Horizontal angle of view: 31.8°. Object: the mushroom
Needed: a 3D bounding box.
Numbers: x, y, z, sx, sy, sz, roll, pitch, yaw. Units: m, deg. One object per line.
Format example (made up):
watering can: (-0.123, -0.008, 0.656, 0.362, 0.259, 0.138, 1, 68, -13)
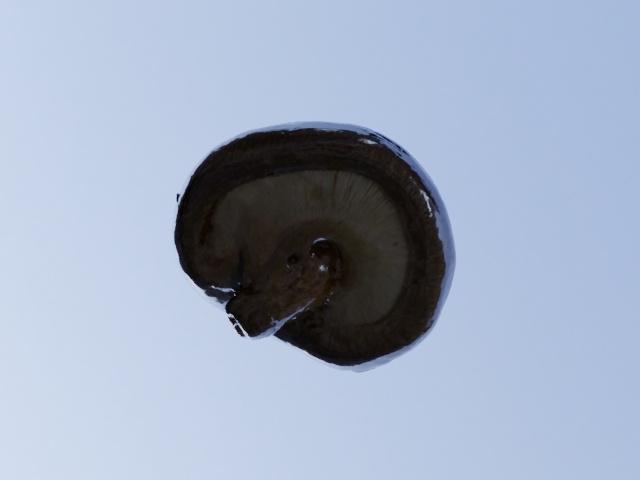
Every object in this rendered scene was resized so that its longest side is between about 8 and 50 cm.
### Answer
mushroom: (-0.001, -0.002, 0.915, 0.231, 0.138, 0.194, 36, -88, -8)
